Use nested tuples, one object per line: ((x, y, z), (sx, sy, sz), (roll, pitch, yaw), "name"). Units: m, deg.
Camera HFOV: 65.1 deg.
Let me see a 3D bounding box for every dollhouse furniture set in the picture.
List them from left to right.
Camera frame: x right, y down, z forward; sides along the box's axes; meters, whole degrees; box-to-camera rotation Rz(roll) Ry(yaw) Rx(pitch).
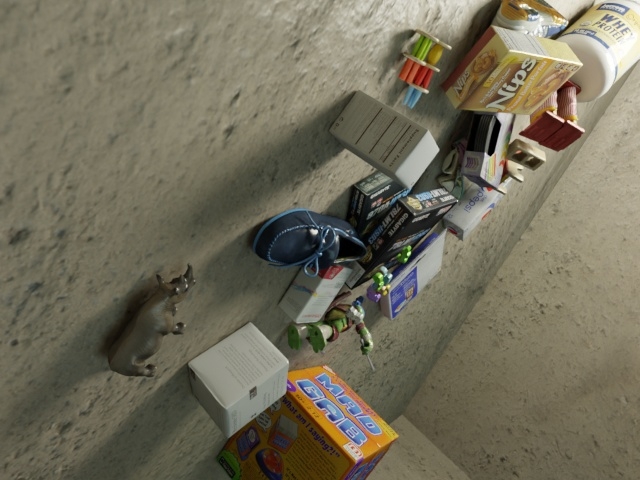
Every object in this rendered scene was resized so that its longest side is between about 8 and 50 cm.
((0.663, -0.345, 1.640), (0.374, 0.152, 0.202), (131, -23, -56), "dollhouse furniture set")

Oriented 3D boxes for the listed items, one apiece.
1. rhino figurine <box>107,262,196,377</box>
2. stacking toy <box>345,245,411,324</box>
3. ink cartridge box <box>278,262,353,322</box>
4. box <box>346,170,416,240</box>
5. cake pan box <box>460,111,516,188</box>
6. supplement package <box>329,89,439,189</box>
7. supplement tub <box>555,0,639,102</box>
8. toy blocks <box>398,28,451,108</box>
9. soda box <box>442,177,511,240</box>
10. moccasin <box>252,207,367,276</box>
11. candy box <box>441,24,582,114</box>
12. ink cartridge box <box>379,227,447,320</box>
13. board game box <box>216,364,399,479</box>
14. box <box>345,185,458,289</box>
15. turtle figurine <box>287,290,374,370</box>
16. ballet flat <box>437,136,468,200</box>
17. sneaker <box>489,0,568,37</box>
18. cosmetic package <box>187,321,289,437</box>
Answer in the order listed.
((-0.295, 0.144, 0.901), (0.243, 0.073, 0.106), (-57, 155, 7), "rhino figurine")
((0.158, 0.119, 1.386), (0.167, 0.052, 0.221), (-40, 161, -41), "stacking toy")
((-0.012, 0.121, 1.297), (0.175, 0.072, 0.127), (-57, 153, 11), "ink cartridge box")
((0.161, -0.107, 1.305), (0.220, 0.051, 0.175), (-31, 148, -33), "box")
((0.502, -0.294, 1.496), (0.266, 0.070, 0.246), (8, 94, -59), "cake pan box")
((0.127, -0.200, 1.001), (0.105, 0.179, 0.105), (-53, 153, 4), "supplement package")
((0.892, -0.616, 1.600), (0.316, 0.228, 0.228), (-42, 151, -17), "supplement tub")
((0.205, -0.358, 1.065), (0.123, 0.054, 0.148), (-9, 132, -53), "toy blocks")
((0.578, -0.139, 1.850), (0.286, 0.098, 0.091), (-46, 153, -11), "soda box")
((0.000, 0.000, 1.120), (0.341, 0.116, 0.138), (-10, 132, -52), "moccasin")
((0.475, -0.409, 1.240), (0.316, 0.088, 0.183), (-8, 152, -35), "candy box")
((0.332, 0.115, 1.824), (0.303, 0.072, 0.307), (-42, 149, -16), "ink cartridge box")
((-0.035, 0.672, 1.626), (0.356, 0.356, 0.356), (-56, 152, 11), "board game box")
((0.216, -0.012, 1.396), (0.295, 0.073, 0.293), (-19, 153, -53), "box")
((0.042, 0.301, 1.467), (0.266, 0.197, 0.275), (-2, 121, -49), "turtle figurine")
((0.405, -0.212, 1.539), (0.079, 0.077, 0.222), (-14, 133, -17), "ballet flat")
((0.515, -0.541, 1.281), (0.296, 0.112, 0.131), (-17, 150, -37), "sneaker")
((-0.193, 0.328, 1.189), (0.183, 0.151, 0.151), (-32, 146, -32), "cosmetic package")
